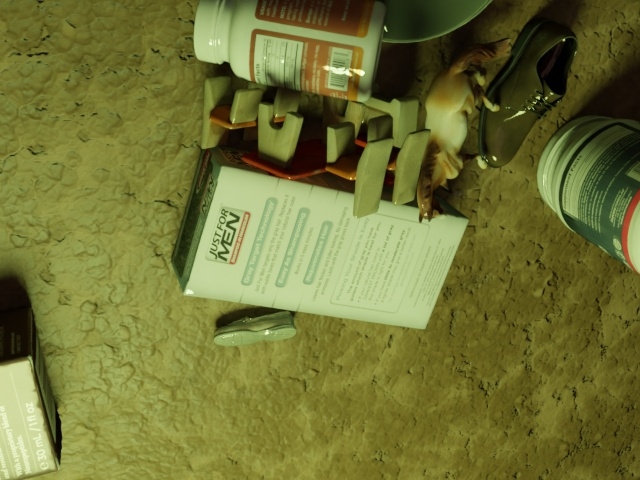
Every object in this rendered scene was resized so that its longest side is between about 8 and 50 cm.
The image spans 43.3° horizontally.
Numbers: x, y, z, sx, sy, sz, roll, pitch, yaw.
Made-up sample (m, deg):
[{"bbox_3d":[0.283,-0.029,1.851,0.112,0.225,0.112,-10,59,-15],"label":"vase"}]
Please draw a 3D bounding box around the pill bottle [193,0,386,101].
[{"bbox_3d":[-0.036,-0.244,0.971,0.216,0.121,0.121,11,112,4],"label":"pill bottle"}]

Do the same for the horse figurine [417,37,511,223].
[{"bbox_3d":[0.187,-0.155,1.104,0.174,0.066,0.263,-2,106,-55],"label":"horse figurine"}]

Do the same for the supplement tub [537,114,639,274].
[{"bbox_3d":[0.464,-0.067,1.182,0.191,0.272,0.191,-8,116,-17],"label":"supplement tub"}]

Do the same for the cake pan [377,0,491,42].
[{"bbox_3d":[0.105,-0.373,0.975,0.293,0.054,0.293,1,123,1],"label":"cake pan"}]

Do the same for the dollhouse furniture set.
[{"bbox_3d":[0.016,-0.114,1.021,0.259,0.262,0.135,-20,127,-47],"label":"dollhouse furniture set"}]

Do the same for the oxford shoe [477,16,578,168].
[{"bbox_3d":[0.296,-0.203,1.161,0.083,0.096,0.227,11,111,-26],"label":"oxford shoe"}]

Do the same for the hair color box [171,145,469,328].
[{"bbox_3d":[0.000,0.000,1.135,0.375,0.113,0.185,10,109,-25],"label":"hair color box"}]

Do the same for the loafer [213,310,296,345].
[{"bbox_3d":[-0.100,0.130,1.207,0.125,0.039,0.045,-4,148,-15],"label":"loafer"}]

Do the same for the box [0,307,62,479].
[{"bbox_3d":[-0.543,0.229,1.026,0.382,0.143,0.191,-11,117,-14],"label":"box"}]
